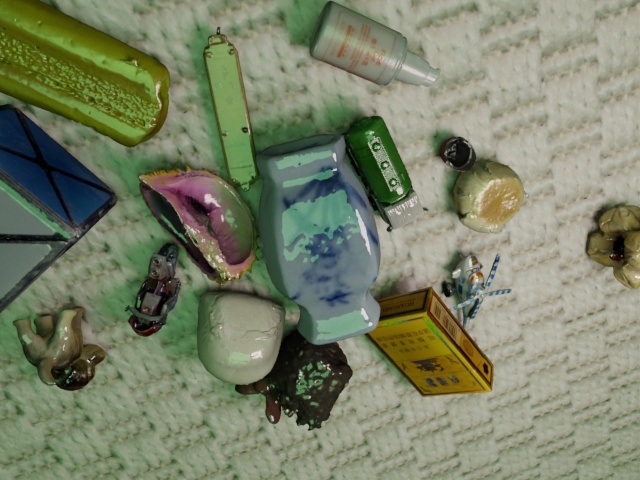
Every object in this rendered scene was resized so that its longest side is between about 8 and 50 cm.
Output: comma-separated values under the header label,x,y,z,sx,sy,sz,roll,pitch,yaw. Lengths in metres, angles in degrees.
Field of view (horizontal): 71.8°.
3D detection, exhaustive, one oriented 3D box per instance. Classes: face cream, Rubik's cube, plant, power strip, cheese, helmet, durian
label,x,y,z,sx,sy,sz,roll,pitch,yaw
face cream,0.110,-0.348,0.830,0.251,0.101,0.101,17,108,-16
Rubik's cube,-0.559,-0.048,0.756,0.255,0.260,0.259,-41,110,7
plant,-0.048,0.328,1.036,0.204,0.178,0.234,38,95,-23
power strip,-0.171,-0.245,0.857,0.064,0.044,0.306,-9,115,-5
cheese,-0.181,0.218,0.977,0.198,0.189,0.154,11,142,-13
helmet,0.290,-0.187,0.954,0.084,0.049,0.065,39,91,-23
durian,-0.227,-0.042,0.887,0.186,0.153,0.261,-27,109,-22

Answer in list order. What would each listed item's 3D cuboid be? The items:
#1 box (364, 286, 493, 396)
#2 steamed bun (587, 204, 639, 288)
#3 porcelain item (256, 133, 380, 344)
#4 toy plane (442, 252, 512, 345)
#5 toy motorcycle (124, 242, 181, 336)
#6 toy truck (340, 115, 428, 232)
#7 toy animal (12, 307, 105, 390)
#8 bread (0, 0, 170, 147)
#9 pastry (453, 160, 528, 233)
label,x,y,z,sx,sy,sz,roll,pitch,yaw
box,0.255,0.253,1.060,0.192,0.084,0.301,-21,120,40
steamed bun,0.722,0.020,1.053,0.106,0.177,0.192,-7,127,3
porcelain item,0.000,0.000,0.911,0.242,0.178,0.405,-14,111,-3
toy plane,0.371,0.151,1.094,0.182,0.107,0.273,-30,128,-5
toy motorcycle,-0.350,0.112,0.931,0.082,0.122,0.213,16,108,-1
toy truck,0.130,-0.141,0.905,0.101,0.125,0.243,-29,115,2
toy animal,-0.535,0.224,0.923,0.121,0.233,0.169,-11,73,-16
bread,-0.447,-0.301,0.749,0.383,0.112,0.166,22,109,-18
pastry,0.373,-0.097,0.983,0.165,0.088,0.166,-3,112,-7
